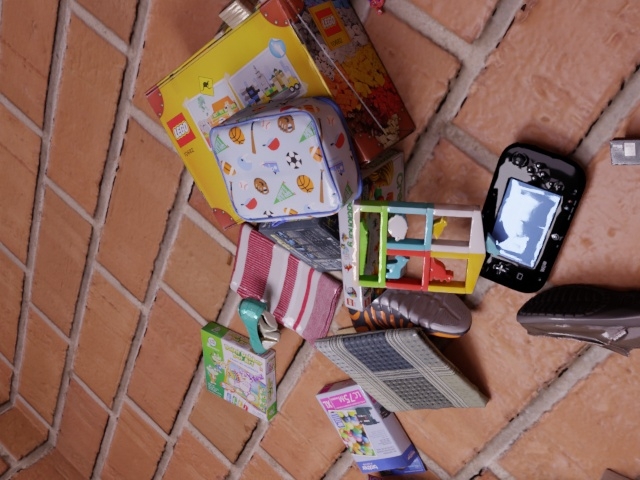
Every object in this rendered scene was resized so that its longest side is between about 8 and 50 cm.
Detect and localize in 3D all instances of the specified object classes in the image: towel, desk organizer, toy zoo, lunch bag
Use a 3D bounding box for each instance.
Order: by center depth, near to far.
[{"bbox_3d":[0.568,-0.159,1.308,0.130,0.050,0.047,4,117,38],"label":"desk organizer"},{"bbox_3d":[-0.072,-0.150,1.522,0.303,0.115,0.243,-3,116,39],"label":"lunch bag"},{"bbox_3d":[0.211,0.014,1.539,0.293,0.030,0.192,4,119,7],"label":"toy zoo"},{"bbox_3d":[0.195,0.306,1.823,0.312,0.056,0.324,-14,132,41],"label":"towel"},{"bbox_3d":[-0.102,0.120,2.036,0.329,0.037,0.237,32,131,20],"label":"towel"}]

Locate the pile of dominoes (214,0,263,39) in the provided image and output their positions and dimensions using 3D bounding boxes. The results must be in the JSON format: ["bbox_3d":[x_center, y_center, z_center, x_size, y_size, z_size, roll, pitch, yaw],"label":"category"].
[{"bbox_3d":[-0.130,-0.518,1.527,0.196,0.251,0.040,-28,122,37],"label":"pile of dominoes"}]

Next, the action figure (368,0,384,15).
[{"bbox_3d":[0.096,-0.497,1.508,0.038,0.030,0.115,-18,105,39],"label":"action figure"}]

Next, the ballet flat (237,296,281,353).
[{"bbox_3d":[-0.154,0.244,2.082,0.087,0.083,0.247,14,147,23],"label":"ballet flat"}]

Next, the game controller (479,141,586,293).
[{"bbox_3d":[0.400,-0.038,1.508,0.166,0.067,0.319,28,131,23],"label":"game controller"}]

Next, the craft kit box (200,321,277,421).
[{"bbox_3d":[-0.243,0.393,2.305,0.250,0.061,0.246,19,123,29],"label":"craft kit box"}]

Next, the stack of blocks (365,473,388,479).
[{"bbox_3d":[0.192,0.733,1.975,0.171,0.297,0.087,20,100,-3],"label":"stack of blocks"}]

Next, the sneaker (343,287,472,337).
[{"bbox_3d":[0.205,0.187,1.784,0.321,0.124,0.180,19,136,33],"label":"sneaker"}]

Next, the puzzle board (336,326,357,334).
[{"bbox_3d":[0.104,0.279,1.981,0.096,0.011,0.128,-18,104,43],"label":"puzzle board"}]

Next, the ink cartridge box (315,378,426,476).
[{"bbox_3d":[0.135,0.518,2.067,0.186,0.065,0.311,-26,99,45],"label":"ink cartridge box"}]

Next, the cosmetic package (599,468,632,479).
[{"bbox_3d":[0.594,0.607,1.622,0.085,0.231,0.117,20,127,29],"label":"cosmetic package"}]

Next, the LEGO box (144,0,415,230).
[{"bbox_3d":[-0.104,-0.283,1.680,0.500,0.193,0.372,-21,101,44],"label":"LEGO box"}]

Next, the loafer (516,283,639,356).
[{"bbox_3d":[0.551,0.170,1.461,0.366,0.134,0.130,-1,114,40],"label":"loafer"}]

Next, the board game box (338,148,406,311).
[{"bbox_3d":[0.115,-0.024,1.659,0.053,0.193,0.305,15,124,33],"label":"board game box"}]

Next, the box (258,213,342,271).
[{"bbox_3d":[0.000,0.000,1.774,0.183,0.059,0.233,-6,150,40],"label":"box"}]
